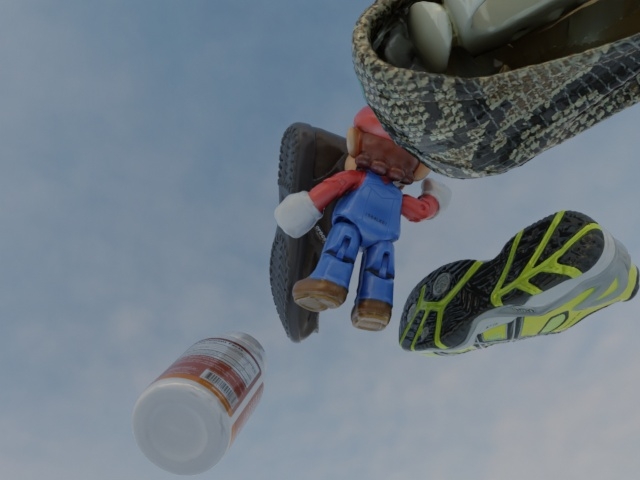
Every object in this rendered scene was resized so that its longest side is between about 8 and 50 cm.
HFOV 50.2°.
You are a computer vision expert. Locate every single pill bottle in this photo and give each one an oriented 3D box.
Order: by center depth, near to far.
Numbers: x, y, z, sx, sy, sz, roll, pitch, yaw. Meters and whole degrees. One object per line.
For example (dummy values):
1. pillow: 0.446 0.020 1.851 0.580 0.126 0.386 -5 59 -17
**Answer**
1. pill bottle: -0.141 0.194 0.873 0.121 0.216 0.121 2 -78 11

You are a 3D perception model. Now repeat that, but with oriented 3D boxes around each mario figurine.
1. mario figurine: 0.064 -0.040 0.936 0.198 0.170 0.320 42 -122 -47

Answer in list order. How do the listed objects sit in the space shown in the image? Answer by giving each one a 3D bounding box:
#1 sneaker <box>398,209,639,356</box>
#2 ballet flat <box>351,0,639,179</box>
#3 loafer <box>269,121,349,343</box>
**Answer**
1. sneaker: 0.259 0.098 0.959 0.147 0.145 0.385 29 -34 -24
2. ballet flat: 0.229 -0.184 0.352 0.483 0.163 0.182 -26 -24 21
3. loafer: 0.000 0.000 1.073 0.130 0.134 0.365 -1 -64 -17
